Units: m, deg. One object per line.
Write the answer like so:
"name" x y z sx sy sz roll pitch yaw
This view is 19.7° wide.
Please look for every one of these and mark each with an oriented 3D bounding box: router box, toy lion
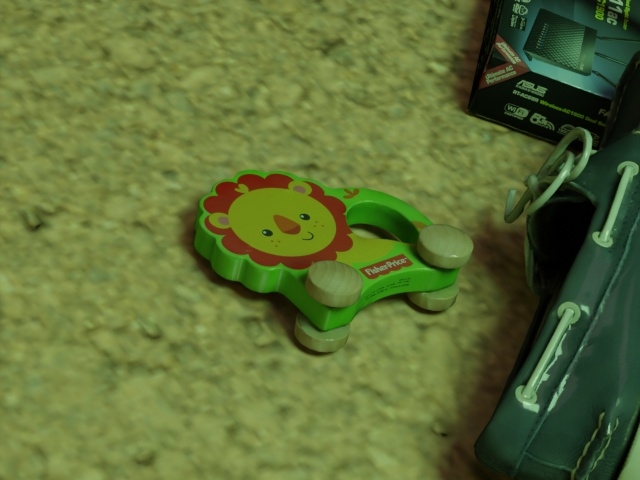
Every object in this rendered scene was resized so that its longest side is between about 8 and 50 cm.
"router box" 0.130 -0.097 0.935 0.092 0.038 0.122 20 42 -4
"toy lion" 0.000 0.000 0.790 0.100 0.034 0.096 -17 47 -35

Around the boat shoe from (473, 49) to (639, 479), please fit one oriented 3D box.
"boat shoe" 0.119 0.003 0.787 0.079 0.095 0.254 19 55 -2
